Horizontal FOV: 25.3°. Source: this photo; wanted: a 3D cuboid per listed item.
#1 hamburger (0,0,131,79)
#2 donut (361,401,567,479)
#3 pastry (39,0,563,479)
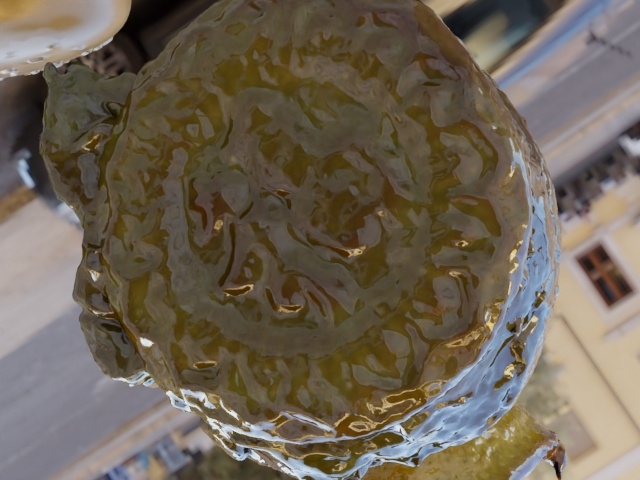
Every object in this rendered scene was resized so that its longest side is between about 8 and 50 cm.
[{"bbox_3d":[-0.257,-0.226,1.071,0.274,0.212,0.274,-3,-169,1],"label":"hamburger"},{"bbox_3d":[0.080,0.212,1.165,0.253,0.118,0.253,-41,178,-2],"label":"donut"},{"bbox_3d":[0.000,0.000,0.706,0.235,0.240,0.132,-17,169,19],"label":"pastry"}]
